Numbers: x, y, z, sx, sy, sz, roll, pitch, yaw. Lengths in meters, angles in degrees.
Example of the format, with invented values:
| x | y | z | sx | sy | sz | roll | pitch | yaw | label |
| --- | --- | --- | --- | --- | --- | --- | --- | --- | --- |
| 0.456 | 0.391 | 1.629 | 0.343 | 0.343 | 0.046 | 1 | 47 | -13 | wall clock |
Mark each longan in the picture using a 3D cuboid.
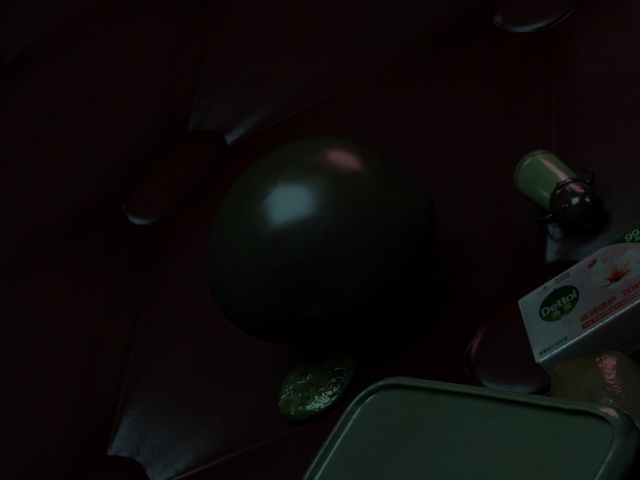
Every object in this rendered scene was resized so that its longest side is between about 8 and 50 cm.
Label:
| x | y | z | sx | sy | sz | roll | pitch | yaw | label |
| --- | --- | --- | --- | --- | --- | --- | --- | --- | --- |
| 0.000 | 0.000 | 1.708 | 0.212 | 0.198 | 0.198 | -13 | 41 | 41 | longan |

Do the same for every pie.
| x | y | z | sx | sy | sz | roll | pitch | yaw | label |
| --- | --- | --- | --- | --- | --- | --- | --- | --- | --- |
| -0.005 | 0.127 | 1.714 | 0.085 | 0.017 | 0.085 | -29 | 34 | 21 | pie |

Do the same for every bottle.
| x | y | z | sx | sy | sz | roll | pitch | yaw | label |
| --- | --- | --- | --- | --- | --- | --- | --- | --- | --- |
| 0.207 | -0.038 | 1.653 | 0.063 | 0.047 | 0.101 | -66 | 31 | 15 | bottle |

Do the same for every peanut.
| x | y | z | sx | sy | sz | roll | pitch | yaw | label |
| --- | --- | --- | --- | --- | --- | --- | --- | --- | --- |
| 0.215 | 0.133 | 1.391 | 0.076 | 0.076 | 0.152 | -39 | 35 | 6 | peanut |

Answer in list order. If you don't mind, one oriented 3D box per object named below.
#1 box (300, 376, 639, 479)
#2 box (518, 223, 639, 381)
| x | y | z | sx | sy | sz | roll | pitch | yaw | label |
| --- | --- | --- | --- | --- | --- | --- | --- | --- | --- |
| 0.130 | 0.201 | 1.297 | 0.274 | 0.178 | 0.138 | 4 | 53 | 52 | box |
| 0.223 | 0.053 | 1.512 | 0.125 | 0.043 | 0.089 | -34 | 31 | 14 | box |
